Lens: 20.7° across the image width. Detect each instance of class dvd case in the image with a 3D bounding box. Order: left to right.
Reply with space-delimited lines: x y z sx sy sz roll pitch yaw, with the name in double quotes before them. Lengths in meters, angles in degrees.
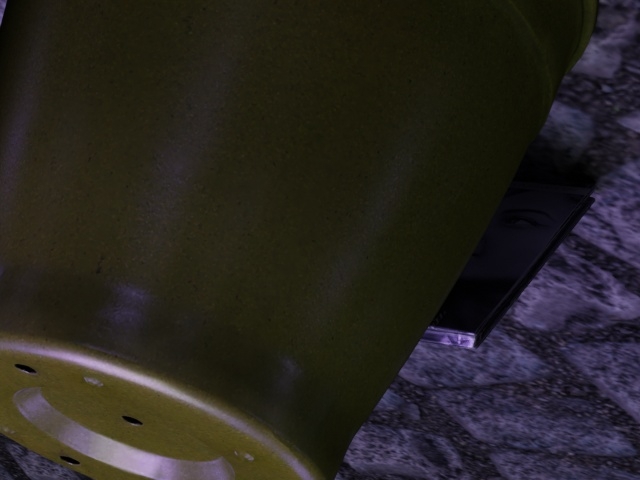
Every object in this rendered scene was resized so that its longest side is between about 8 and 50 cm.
"dvd case" 0.079 0.005 1.230 0.164 0.221 0.018 7 120 29

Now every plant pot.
"plant pot" -0.058 -0.037 1.044 0.366 0.353 0.366 17 156 8
